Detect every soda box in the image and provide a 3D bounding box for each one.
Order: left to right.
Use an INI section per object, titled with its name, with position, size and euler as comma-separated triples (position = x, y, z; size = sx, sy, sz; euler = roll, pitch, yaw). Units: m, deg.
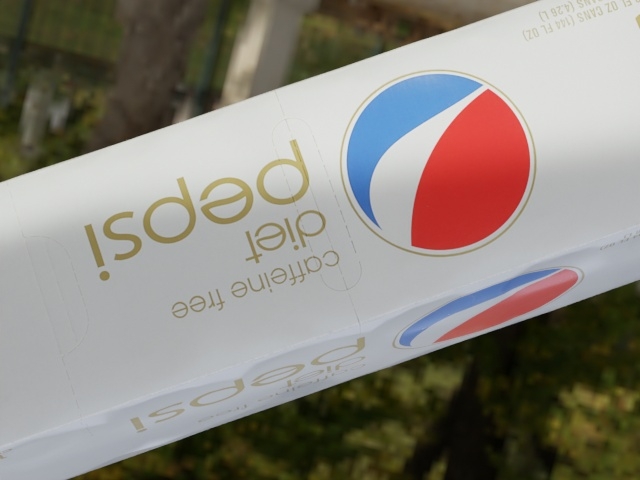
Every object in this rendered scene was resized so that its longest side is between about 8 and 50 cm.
[soda box]
position = 0.000, 0.000, 0.515
size = 0.216, 0.069, 0.074
euler = -20, 165, -4
